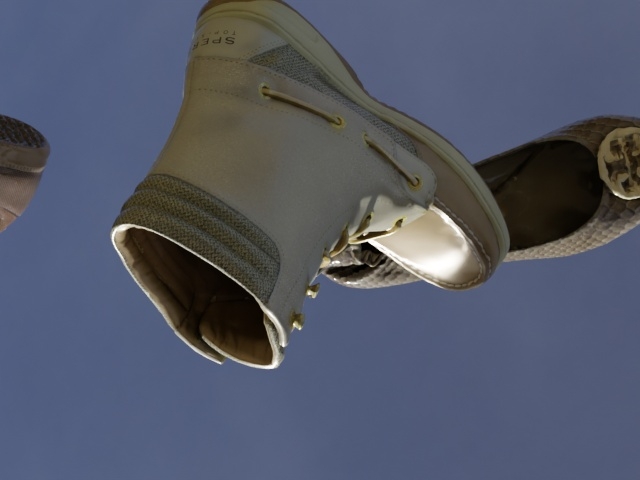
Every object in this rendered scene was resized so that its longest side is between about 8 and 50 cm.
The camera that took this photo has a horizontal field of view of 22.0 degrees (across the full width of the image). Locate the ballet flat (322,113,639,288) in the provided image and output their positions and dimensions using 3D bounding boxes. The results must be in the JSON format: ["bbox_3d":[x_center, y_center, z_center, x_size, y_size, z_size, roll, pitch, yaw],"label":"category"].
[{"bbox_3d":[0.113,-0.023,1.066,0.249,0.058,0.084,-14,-97,7],"label":"ballet flat"}]

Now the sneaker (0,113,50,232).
[{"bbox_3d":[-0.253,-0.048,0.952,0.071,0.188,0.066,-66,-153,20],"label":"sneaker"}]

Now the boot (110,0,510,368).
[{"bbox_3d":[0.000,0.000,0.805,0.077,0.213,0.165,-24,-144,41],"label":"boot"}]
